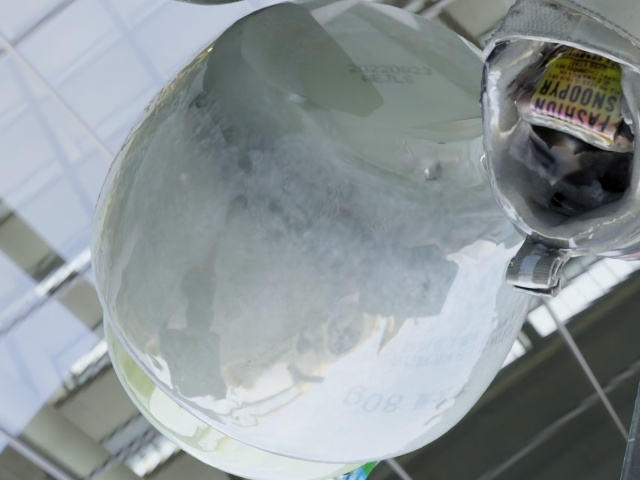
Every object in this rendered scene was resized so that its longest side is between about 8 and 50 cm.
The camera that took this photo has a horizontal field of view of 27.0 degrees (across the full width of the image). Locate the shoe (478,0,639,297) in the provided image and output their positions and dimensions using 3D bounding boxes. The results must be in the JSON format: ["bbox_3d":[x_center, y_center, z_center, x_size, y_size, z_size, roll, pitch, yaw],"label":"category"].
[{"bbox_3d":[0.095,-0.067,0.454,0.089,0.180,0.092,20,-151,28],"label":"shoe"}]

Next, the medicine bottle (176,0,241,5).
[{"bbox_3d":[-0.114,-0.251,0.794,0.282,0.375,0.123,-25,-107,39],"label":"medicine bottle"}]

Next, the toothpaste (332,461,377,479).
[{"bbox_3d":[-0.065,0.129,1.194,0.267,0.065,0.050,31,-104,23],"label":"toothpaste"}]

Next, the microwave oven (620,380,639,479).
[{"bbox_3d":[0.249,0.250,0.529,0.236,0.374,0.432,-1,-142,25],"label":"microwave oven"}]

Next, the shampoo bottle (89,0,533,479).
[{"bbox_3d":[0.000,0.000,0.972,0.317,0.322,0.322,121,-29,-45],"label":"shampoo bottle"}]
